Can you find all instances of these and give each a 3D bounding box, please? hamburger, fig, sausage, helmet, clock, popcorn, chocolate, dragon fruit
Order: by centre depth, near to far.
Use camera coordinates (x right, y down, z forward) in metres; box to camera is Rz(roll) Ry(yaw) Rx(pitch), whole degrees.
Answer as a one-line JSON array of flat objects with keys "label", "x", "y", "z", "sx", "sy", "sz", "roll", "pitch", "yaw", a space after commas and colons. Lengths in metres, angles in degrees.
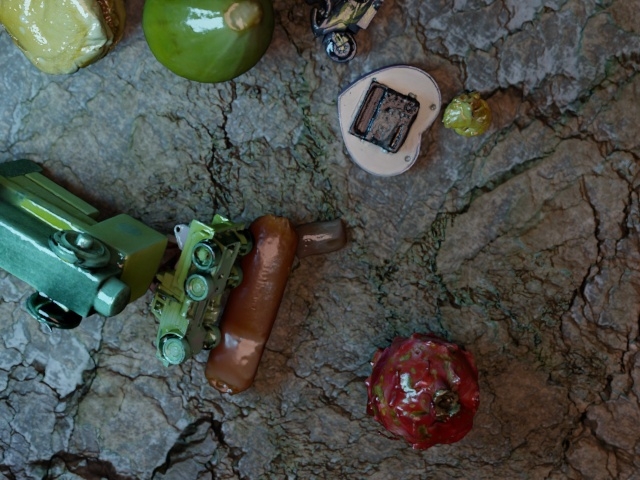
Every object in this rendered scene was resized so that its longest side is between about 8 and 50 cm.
[{"label": "fig", "x": -0.168, "y": -0.360, "z": 1.511, "sx": 0.207, "sy": 0.230, "sz": 0.207, "roll": 10, "pitch": 66, "yaw": -24}, {"label": "hamburger", "x": -0.408, "y": -0.361, "z": 1.514, "sx": 0.213, "sy": 0.108, "sz": 0.214, "roll": 12, "pitch": 130, "yaw": 15}, {"label": "clock", "x": 0.109, "y": -0.213, "z": 1.656, "sx": 0.172, "sy": 0.064, "sz": 0.198, "roll": 23, "pitch": 102, "yaw": -12}, {"label": "popcorn", "x": 0.258, "y": -0.228, "z": 1.671, "sx": 0.084, "sy": 0.084, "sz": 0.084, "roll": -1, "pitch": 106, "yaw": -4}, {"label": "helmet", "x": -0.272, "y": 0.036, "z": 1.700, "sx": 0.089, "sy": 0.057, "sz": 0.111, "roll": 3, "pitch": 109, "yaw": -9}, {"label": "dragon fruit", "x": 0.190, "y": 0.266, "z": 1.700, "sx": 0.210, "sy": 0.268, "sz": 0.205, "roll": 15, "pitch": 86, "yaw": -9}, {"label": "sausage", "x": -0.121, "y": 0.113, "z": 1.719, "sx": 0.097, "sy": 0.094, "sz": 0.349, "roll": 20, "pitch": 105, "yaw": 2}, {"label": "chocolate", "x": 0.000, "y": 0.000, "z": 1.726, "sx": 0.100, "sy": 0.031, "sz": 0.065, "roll": -9, "pitch": 111, "yaw": -3}]

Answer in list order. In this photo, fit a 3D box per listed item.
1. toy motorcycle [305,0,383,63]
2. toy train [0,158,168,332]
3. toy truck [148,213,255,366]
[{"label": "toy motorcycle", "x": 0.036, "y": -0.400, "z": 1.597, "sx": 0.124, "sy": 0.061, "sz": 0.193, "roll": 25, "pitch": 104, "yaw": -9}, {"label": "toy train", "x": -0.445, "y": -0.007, "z": 1.532, "sx": 0.397, "sy": 0.253, "sz": 0.160, "roll": 29, "pitch": 110, "yaw": 11}, {"label": "toy truck", "x": -0.221, "y": 0.078, "z": 1.640, "sx": 0.135, "sy": 0.128, "sz": 0.260, "roll": 23, "pitch": 109, "yaw": 21}]
